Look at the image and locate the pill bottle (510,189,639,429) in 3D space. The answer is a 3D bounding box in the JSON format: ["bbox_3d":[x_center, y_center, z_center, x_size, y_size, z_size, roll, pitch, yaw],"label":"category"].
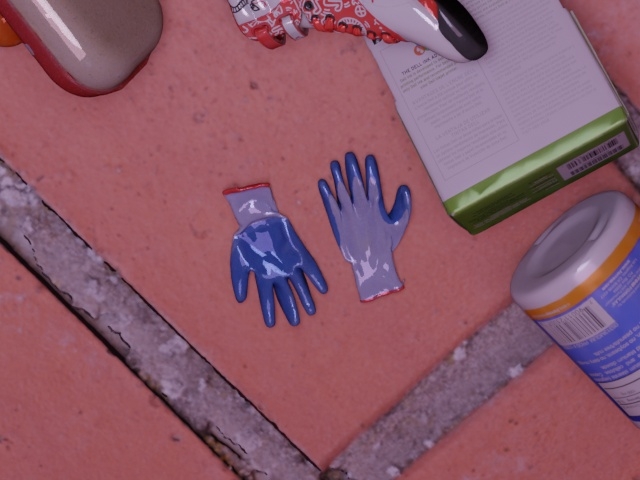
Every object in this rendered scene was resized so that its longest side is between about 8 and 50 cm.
[{"bbox_3d":[0.327,0.094,1.730,0.152,0.152,0.272,-43,104,13],"label":"pill bottle"}]

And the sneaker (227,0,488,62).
[{"bbox_3d":[0.016,-0.217,1.641,0.270,0.090,0.145,41,106,7],"label":"sneaker"}]

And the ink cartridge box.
[{"bbox_3d":[0.160,-0.165,1.684,0.188,0.097,0.255,-28,72,10],"label":"ink cartridge box"}]

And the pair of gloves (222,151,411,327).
[{"bbox_3d":[0.000,0.000,1.769,0.198,0.023,0.159,-14,108,6],"label":"pair of gloves"}]

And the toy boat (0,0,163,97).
[{"bbox_3d":[-0.268,-0.230,1.650,0.151,0.151,0.231,-25,109,39],"label":"toy boat"}]
